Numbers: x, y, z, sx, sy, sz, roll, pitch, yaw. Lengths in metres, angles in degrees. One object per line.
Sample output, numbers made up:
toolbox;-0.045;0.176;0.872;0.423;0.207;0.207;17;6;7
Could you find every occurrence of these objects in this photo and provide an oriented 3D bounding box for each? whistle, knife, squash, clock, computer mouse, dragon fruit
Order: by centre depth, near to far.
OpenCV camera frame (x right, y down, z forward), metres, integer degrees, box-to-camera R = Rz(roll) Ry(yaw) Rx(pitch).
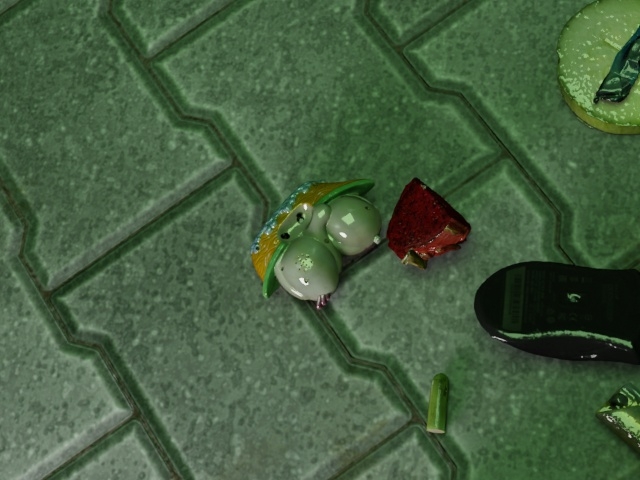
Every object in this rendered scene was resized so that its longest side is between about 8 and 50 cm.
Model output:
whistle;0.496;0.310;1.705;0.068;0.057;0.326;-43;66;-8
computer mouse;0.345;0.105;1.805;0.264;0.088;0.147;3;52;15
squash;0.164;0.224;1.835;0.027;0.027;0.083;2;71;14
dragon fruit;0.156;-0.010;1.903;0.106;0.083;0.162;-52;33;9
clock;0.000;0.000;1.921;0.144;0.103;0.231;37;84;22
knife;0.482;-0.318;1.928;0.044;0.026;0.296;24;77;27
squash;0.456;-0.258;1.948;0.219;0.041;0.219;-3;71;8
